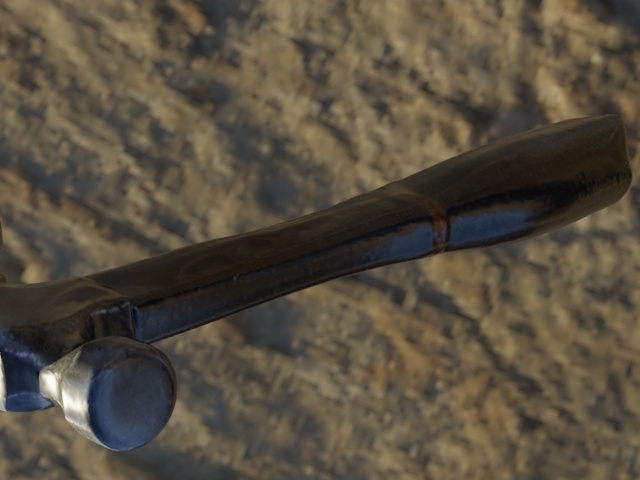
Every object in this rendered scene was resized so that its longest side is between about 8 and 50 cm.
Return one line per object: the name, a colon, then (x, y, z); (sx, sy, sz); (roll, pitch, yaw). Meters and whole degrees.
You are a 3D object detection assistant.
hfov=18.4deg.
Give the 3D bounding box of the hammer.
hammer: (0.000, 0.000, 0.687); (0.137, 0.290, 0.037); (19, 118, 46)
